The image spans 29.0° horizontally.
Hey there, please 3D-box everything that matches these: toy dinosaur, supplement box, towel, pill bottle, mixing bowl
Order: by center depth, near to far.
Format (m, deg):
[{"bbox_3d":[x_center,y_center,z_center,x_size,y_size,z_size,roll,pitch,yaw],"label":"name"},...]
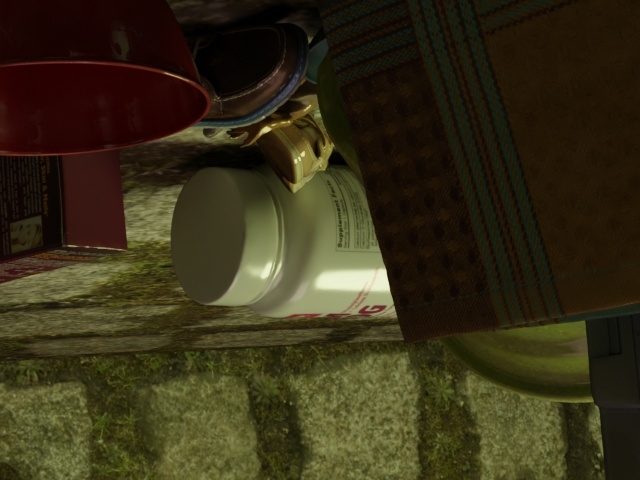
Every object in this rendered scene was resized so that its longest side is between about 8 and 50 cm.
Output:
[{"bbox_3d":[0.149,-0.108,0.485,0.370,0.271,0.040,-14,180,42],"label":"towel"},{"bbox_3d":[-0.157,-0.119,0.718,0.181,0.098,0.181,-5,170,-1],"label":"mixing bowl"},{"bbox_3d":[-0.014,-0.117,0.963,0.211,0.064,0.112,-4,-166,29],"label":"toy dinosaur"},{"bbox_3d":[-0.276,-0.025,1.149,0.188,0.104,0.081,-13,168,34],"label":"supplement box"},{"bbox_3d":[0.000,0.000,1.276,0.283,0.160,0.160,3,167,-37],"label":"pill bottle"}]

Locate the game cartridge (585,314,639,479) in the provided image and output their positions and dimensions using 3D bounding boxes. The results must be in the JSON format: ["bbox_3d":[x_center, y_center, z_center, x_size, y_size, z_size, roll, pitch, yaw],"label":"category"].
[{"bbox_3d":[0.205,-0.037,0.645,0.068,0.355,0.230,-10,170,35],"label":"game cartridge"}]

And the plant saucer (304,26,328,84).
[{"bbox_3d":[0.041,-0.143,0.878,0.119,0.021,0.119,-13,166,-3],"label":"plant saucer"}]

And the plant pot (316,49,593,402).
[{"bbox_3d":[0.133,-0.063,0.785,0.276,0.276,0.254,-11,153,26],"label":"plant pot"}]

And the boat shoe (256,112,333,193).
[{"bbox_3d":[-0.019,-0.086,1.099,0.059,0.063,0.170,-38,178,-3],"label":"boat shoe"}]

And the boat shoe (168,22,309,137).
[{"bbox_3d":[-0.090,-0.113,0.878,0.183,0.066,0.066,-17,160,38],"label":"boat shoe"}]
